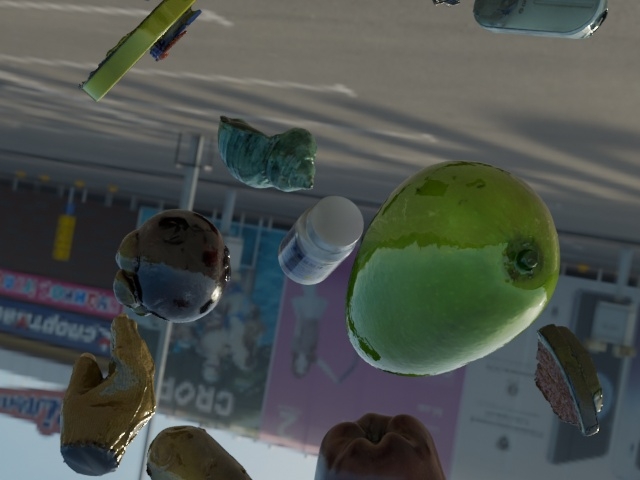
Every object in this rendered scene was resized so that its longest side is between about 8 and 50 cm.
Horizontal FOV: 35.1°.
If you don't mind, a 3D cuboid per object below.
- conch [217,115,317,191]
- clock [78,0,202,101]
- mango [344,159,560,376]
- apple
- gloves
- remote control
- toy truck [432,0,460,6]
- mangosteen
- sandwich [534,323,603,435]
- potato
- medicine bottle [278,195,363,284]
[{"bbox_3d":[-0.096,-0.165,2.010,0.202,0.134,0.196,13,-172,25],"label":"conch"},{"bbox_3d":[-0.287,-0.341,1.728,0.071,0.293,0.277,46,-171,-14],"label":"clock"},{"bbox_3d":[0.114,0.039,1.036,0.156,0.192,0.343,0,158,-26],"label":"mango"},{"bbox_3d":[0.120,0.511,2.040,0.288,0.316,0.288,-5,-162,2],"label":"apple"},{"bbox_3d":[-0.436,0.320,2.118,0.203,0.356,0.155,-16,141,31],"label":"gloves"},{"bbox_3d":[0.360,-0.386,1.672,0.247,0.104,0.052,19,175,44],"label":"remote control"},{"bbox_3d":[0.292,-0.578,2.275,0.092,0.083,0.192,-19,-178,17],"label":"toy truck"},{"bbox_3d":[-0.254,0.044,1.743,0.210,0.209,0.210,10,180,0],"label":"mangosteen"},{"bbox_3d":[0.534,0.303,2.157,0.079,0.235,0.159,-17,149,-18],"label":"sandwich"},{"bbox_3d":[-0.177,0.367,1.588,0.200,0.081,0.164,43,-154,-12],"label":"potato"},{"bbox_3d":[0.000,0.000,1.678,0.103,0.102,0.186,10,158,-15],"label":"medicine bottle"}]
